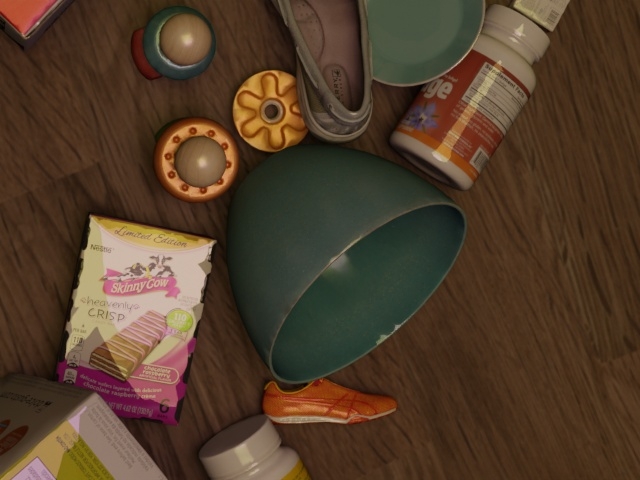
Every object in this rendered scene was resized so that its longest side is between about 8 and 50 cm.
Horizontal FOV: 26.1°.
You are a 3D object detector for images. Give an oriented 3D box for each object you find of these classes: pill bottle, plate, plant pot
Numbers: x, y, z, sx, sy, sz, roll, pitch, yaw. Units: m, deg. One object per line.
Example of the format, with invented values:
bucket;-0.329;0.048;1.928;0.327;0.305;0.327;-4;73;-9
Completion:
pill bottle;-0.058;0.328;1.699;0.119;0.119;0.208;-29;100;-9
plate;0.114;-0.278;1.704;0.188;0.024;0.188;-4;79;20
plant pot;0.000;0.000;1.635;0.290;0.290;0.195;-39;65;-7
pill bottle;0.190;-0.180;1.716;0.121;0.121;0.216;34;86;-12

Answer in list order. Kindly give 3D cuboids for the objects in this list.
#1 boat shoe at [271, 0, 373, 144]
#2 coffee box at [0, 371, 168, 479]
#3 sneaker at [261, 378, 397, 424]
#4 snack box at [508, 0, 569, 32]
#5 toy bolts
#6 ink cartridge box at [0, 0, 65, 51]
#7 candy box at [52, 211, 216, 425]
boat shoe;0.005;-0.279;1.656;0.118;0.103;0.320;-6;78;-12
coffee box;-0.316;0.383;1.492;0.334;0.337;0.338;-42;106;-22
sneaker;0.014;0.199;1.736;0.175;0.064;0.067;3;83;-15
snack box;0.313;-0.361;1.781;0.064;0.022;0.178;30;87;-12
toy bolts;-0.118;-0.176;1.630;0.218;0.158;0.228;-23;99;-10
ink cartridge box;-0.394;-0.364;1.500;0.309;0.272;0.130;43;84;-11
candy box;-0.227;0.094;1.671;0.159;0.071;0.233;11;91;-12
